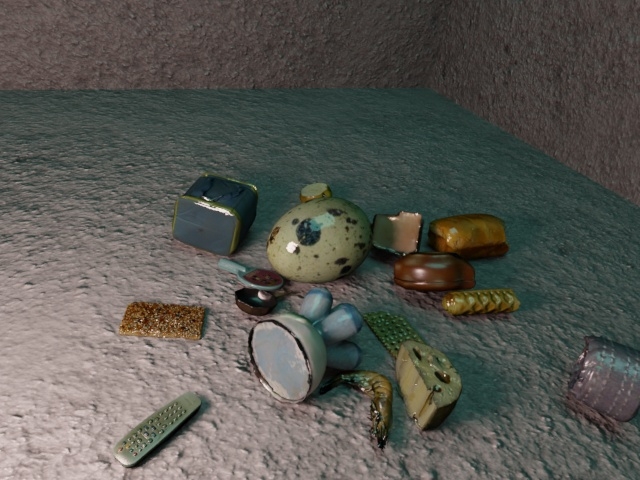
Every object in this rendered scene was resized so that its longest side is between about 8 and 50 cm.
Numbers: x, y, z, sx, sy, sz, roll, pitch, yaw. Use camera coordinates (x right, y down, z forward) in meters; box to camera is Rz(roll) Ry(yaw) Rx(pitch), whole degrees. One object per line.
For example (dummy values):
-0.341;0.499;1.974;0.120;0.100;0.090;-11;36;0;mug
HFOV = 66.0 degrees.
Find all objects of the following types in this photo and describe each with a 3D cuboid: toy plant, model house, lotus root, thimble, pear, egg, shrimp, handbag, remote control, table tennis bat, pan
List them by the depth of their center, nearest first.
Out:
-0.370;0.433;1.138;0.072;0.042;0.222;29;39;25;remote control
0.092;0.431;1.273;0.198;0.051;0.262;4;31;2;shrimp
0.290;0.386;1.322;0.138;0.119;0.235;2;33;-13;lotus root
-0.005;0.262;1.342;0.247;0.247;0.332;34;37;31;toy plant
0.817;0.379;1.398;0.172;0.205;0.236;25;37;23;thimble
-0.169;0.198;1.529;0.201;0.048;0.128;8;21;-23;pan
-0.235;0.114;1.635;0.244;0.040;0.153;20;17;19;table tennis bat
0.000;0.000;1.655;0.379;0.288;0.287;-16;42;-35;egg
-0.373;-0.097;1.761;0.263;0.222;0.241;15;29;5;handbag
0.294;-0.022;1.881;0.182;0.167;0.172;9;-4;15;model house
-0.016;-0.173;2.076;0.141;0.104;0.141;-13;28;7;pear

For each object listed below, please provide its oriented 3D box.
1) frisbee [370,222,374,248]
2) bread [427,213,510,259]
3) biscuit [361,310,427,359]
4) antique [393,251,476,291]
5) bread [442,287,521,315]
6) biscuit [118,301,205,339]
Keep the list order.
0.174;-0.033;1.981;0.192;0.035;0.192;7;35;-5;frisbee
0.604;-0.025;1.983;0.343;0.149;0.195;-7;38;-24;bread
0.237;0.288;1.542;0.144;0.016;0.203;-9;39;-27;biscuit
0.393;0.107;1.708;0.278;0.129;0.223;1;3;12;antique
0.541;0.210;1.678;0.269;0.087;0.098;0;39;-15;bread
-0.456;0.230;1.428;0.230;0.025;0.131;5;34;-9;biscuit
